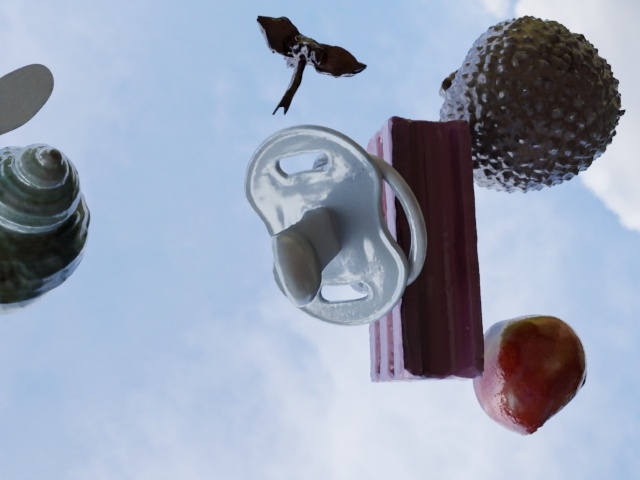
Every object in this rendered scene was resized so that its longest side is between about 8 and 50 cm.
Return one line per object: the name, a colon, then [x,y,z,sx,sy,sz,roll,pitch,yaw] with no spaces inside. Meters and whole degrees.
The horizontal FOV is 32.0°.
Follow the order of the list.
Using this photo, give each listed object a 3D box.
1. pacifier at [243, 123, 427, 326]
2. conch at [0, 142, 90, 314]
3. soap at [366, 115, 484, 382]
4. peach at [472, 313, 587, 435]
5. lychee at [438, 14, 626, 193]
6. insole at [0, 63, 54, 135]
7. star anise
pacifier: [0.000,0.000,1.378,0.207,0.228,0.278,-41,-62,-52]
conch: [-0.415,-0.030,1.554,0.195,0.277,0.220,49,-146,14]
soap: [0.136,0.023,1.590,0.128,0.233,0.359,-1,-98,-10]
peach: [0.342,0.216,1.821,0.190,0.190,0.192,-4,-87,-42]
lychee: [0.323,-0.203,1.764,0.300,0.300,0.300,22,-130,-29]
insole: [-0.427,-0.159,1.446,0.065,0.197,0.004,53,-178,-10]
star anise: [-0.033,-0.240,1.628,0.140,0.158,0.144,18,-88,-62]
